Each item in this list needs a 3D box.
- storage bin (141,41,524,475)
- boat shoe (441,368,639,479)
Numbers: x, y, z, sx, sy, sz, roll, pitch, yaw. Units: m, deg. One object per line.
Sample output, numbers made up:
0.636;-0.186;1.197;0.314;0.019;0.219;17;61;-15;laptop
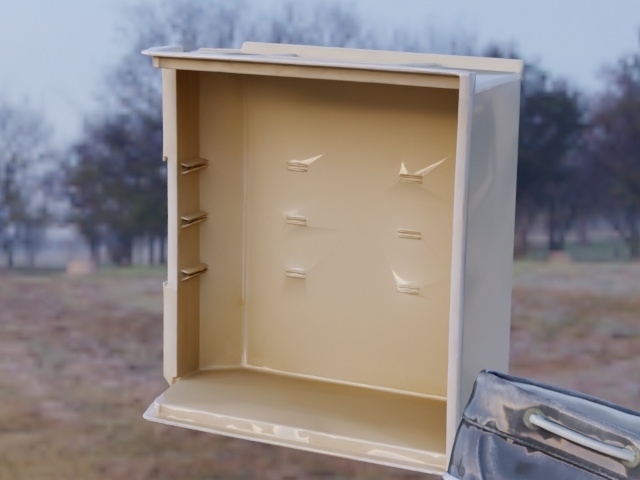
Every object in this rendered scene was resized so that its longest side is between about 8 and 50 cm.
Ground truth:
0.000;0.000;1.193;0.260;0.262;0.123;7;14;26;storage bin
0.233;0.142;0.947;0.335;0.119;0.121;9;5;1;boat shoe
